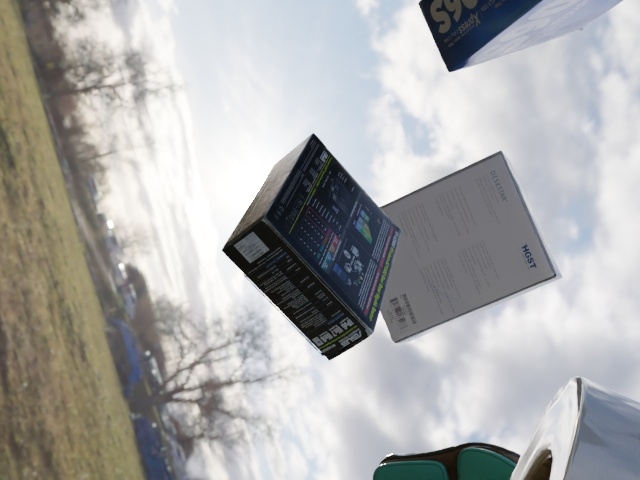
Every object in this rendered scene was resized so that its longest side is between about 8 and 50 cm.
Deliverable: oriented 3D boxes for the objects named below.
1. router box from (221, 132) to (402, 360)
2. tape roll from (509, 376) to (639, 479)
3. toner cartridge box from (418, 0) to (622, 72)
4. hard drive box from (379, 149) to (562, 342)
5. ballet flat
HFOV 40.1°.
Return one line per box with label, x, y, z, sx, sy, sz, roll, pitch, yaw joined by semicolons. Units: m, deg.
router box;0.000;0.000;0.533;0.092;0.038;0.122;47;30;-13
tape roll;0.204;0.235;0.584;0.169;0.246;0.246;22;-30;10
toner cartridge box;0.226;-0.241;0.652;0.075;0.165;0.348;66;-23;3
hard drive box;0.179;0.013;1.182;0.089;0.232;0.181;13;54;-69
ballet flat;0.187;0.294;1.088;0.280;0.096;0.095;-10;-99;49
